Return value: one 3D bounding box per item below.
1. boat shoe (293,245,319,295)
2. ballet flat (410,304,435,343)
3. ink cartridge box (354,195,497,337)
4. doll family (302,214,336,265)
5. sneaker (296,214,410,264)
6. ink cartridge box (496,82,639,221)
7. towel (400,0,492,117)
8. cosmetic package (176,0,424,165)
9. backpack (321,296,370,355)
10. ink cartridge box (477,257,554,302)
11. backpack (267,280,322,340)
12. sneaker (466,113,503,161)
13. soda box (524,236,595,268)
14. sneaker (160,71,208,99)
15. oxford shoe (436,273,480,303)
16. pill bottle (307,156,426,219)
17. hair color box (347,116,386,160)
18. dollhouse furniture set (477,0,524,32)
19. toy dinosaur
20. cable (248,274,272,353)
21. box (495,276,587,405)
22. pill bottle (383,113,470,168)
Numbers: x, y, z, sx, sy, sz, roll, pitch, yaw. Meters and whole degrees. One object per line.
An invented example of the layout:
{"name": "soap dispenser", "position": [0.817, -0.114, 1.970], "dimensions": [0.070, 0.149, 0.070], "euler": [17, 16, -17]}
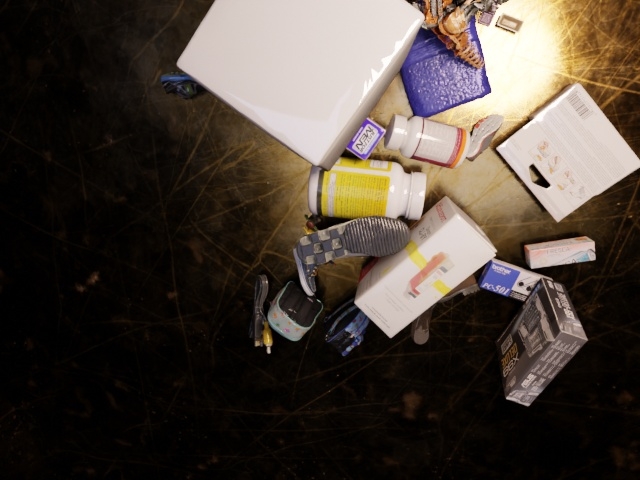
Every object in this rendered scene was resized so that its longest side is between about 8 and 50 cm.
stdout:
{"name": "boat shoe", "position": [-0.030, 0.100, 1.430], "dimensions": [0.083, 0.065, 0.183], "euler": [-14, 100, 15]}
{"name": "ballet flat", "position": [0.353, 0.234, 1.416], "dimensions": [0.084, 0.058, 0.249], "euler": [4, 106, -7]}
{"name": "ink cartridge box", "position": [0.300, 0.067, 1.250], "dimensions": [0.160, 0.279, 0.385], "euler": [45, 109, -5]}
{"name": "doll family", "position": [0.000, 0.000, 1.371], "dimensions": [0.193, 0.111, 0.076], "euler": [44, 110, -5]}
{"name": "sneaker", "position": [0.101, -0.007, 1.247], "dimensions": [0.332, 0.146, 0.122], "euler": [-7, 93, 11]}
{"name": "ink cartridge box", "position": [0.698, -0.246, 1.187], "dimensions": [0.261, 0.066, 0.296], "euler": [-40, 97, 19]}
{"name": "towel", "position": [0.332, -0.521, 1.166], "dimensions": [0.228, 0.076, 0.307], "euler": [-16, 102, 18]}
{"name": "cosmetic package", "position": [-0.029, -0.378, 0.911], "dimensions": [0.330, 0.393, 0.327], "euler": [36, 99, -1]}
{"name": "backpack", "position": [0.101, 0.286, 1.429], "dimensions": [0.117, 0.158, 0.173], "euler": [43, 98, -14]}
{"name": "ink cartridge box", "position": [0.629, 0.136, 1.334], "dimensions": [0.207, 0.046, 0.097], "euler": [20, 110, 3]}
{"name": "backpack", "position": [-0.099, 0.253, 1.430], "dimensions": [0.166, 0.188, 0.144], "euler": [41, 110, -5]}
{"name": "sneaker", "position": [0.478, -0.301, 1.223], "dimensions": [0.158, 0.065, 0.061], "euler": [-48, 52, 5]}
{"name": "soda box", "position": [0.734, 0.037, 1.276], "dimensions": [0.184, 0.058, 0.062], "euler": [-10, 105, 14]}
{"name": "sneaker", "position": [-0.413, -0.491, 1.322], "dimensions": [0.189, 0.067, 0.078], "euler": [6, 130, 7]}
{"name": "oxford shoe", "position": [0.397, 0.149, 1.341], "dimensions": [0.228, 0.083, 0.096], "euler": [-16, 85, -18]}
{"name": "pill bottle", "position": [0.140, -0.151, 1.256], "dimensions": [0.335, 0.188, 0.187], "euler": [8, 109, 8]}
{"name": "hair color box", "position": [0.025, -0.374, 1.206], "dimensions": [0.339, 0.185, 0.110], "euler": [35, 108, -3]}
{"name": "dollhouse furniture set", "position": [0.497, -0.612, 1.097], "dimensions": [0.115, 0.081, 0.090], "euler": [23, 110, 2]}
{"name": "toy dinosaur", "position": [0.331, -0.575, 1.017], "dimensions": [0.218, 0.322, 0.164], "euler": [-43, 55, 0]}
{"name": "cable", "position": [-0.215, 0.265, 1.526], "dimensions": [0.072, 0.140, 0.286], "euler": [3, 90, -28]}
{"name": "box", "position": [0.646, 0.303, 1.247], "dimensions": [0.077, 0.242, 0.307], "euler": [19, 125, 4]}
{"name": "pill bottle", "position": [0.304, -0.288, 1.197], "dimensions": [0.222, 0.121, 0.121], "euler": [13, 110, -6]}
